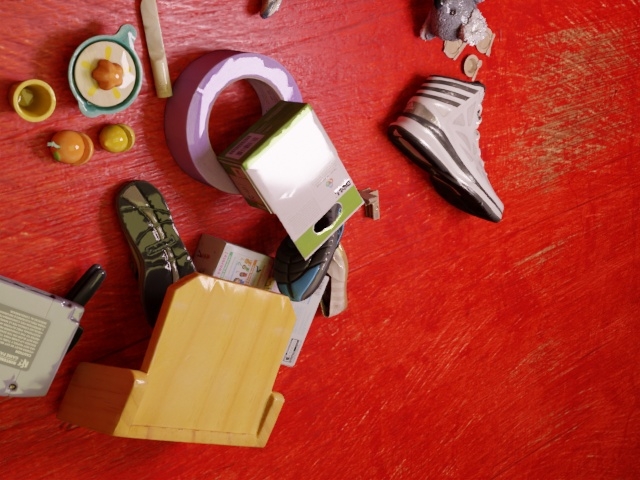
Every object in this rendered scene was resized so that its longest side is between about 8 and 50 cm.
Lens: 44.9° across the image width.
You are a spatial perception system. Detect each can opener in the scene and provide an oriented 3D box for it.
[{"bbox_3d":[-0.456,0.122,1.421,0.073,0.059,0.186,34,86,-49],"label":"can opener"}]

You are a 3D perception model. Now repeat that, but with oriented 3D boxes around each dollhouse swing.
[{"bbox_3d":[-0.266,0.229,1.506,0.347,0.315,0.304,18,76,-42],"label":"dollhouse swing"}]

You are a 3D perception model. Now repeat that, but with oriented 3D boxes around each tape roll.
[{"bbox_3d":[-0.165,-0.233,1.526,0.275,0.090,0.274,-15,114,-37],"label":"tape roll"}]

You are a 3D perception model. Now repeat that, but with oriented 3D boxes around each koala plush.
[{"bbox_3d":[0.315,-0.555,1.759,0.203,0.196,0.221,4,99,-51],"label":"koala plush"}]

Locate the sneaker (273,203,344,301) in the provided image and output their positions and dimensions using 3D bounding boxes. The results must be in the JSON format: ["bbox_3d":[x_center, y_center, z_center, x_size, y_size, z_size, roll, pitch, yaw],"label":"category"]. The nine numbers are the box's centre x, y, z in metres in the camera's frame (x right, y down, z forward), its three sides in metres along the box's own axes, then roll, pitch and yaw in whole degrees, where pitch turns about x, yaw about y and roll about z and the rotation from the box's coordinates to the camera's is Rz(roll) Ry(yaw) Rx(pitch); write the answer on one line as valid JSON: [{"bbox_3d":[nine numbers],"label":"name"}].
[{"bbox_3d":[0.000,0.000,1.655,0.139,0.125,0.340,62,35,-45],"label":"sneaker"}]

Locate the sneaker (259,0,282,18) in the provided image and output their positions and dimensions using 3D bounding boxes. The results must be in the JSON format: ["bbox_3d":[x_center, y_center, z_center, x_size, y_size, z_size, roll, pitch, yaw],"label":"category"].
[{"bbox_3d":[-0.102,-0.503,1.519,0.058,0.052,0.135,19,85,-33],"label":"sneaker"}]

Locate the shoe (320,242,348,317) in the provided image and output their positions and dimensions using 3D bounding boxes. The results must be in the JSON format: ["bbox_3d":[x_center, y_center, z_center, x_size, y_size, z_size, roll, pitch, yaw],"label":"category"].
[{"bbox_3d":[0.022,0.083,1.803,0.058,0.077,0.219,-28,124,-36],"label":"shoe"}]

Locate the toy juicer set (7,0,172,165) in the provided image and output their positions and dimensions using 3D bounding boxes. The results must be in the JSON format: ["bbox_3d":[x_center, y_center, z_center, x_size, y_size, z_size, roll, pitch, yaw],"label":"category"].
[{"bbox_3d":[-0.358,-0.259,1.354,0.329,0.089,0.209,-42,127,-22],"label":"toy juicer set"}]

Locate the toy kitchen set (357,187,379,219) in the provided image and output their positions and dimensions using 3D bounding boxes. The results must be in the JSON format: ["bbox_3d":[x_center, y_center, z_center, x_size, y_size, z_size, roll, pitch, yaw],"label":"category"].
[{"bbox_3d":[0.108,-0.075,1.826,0.083,0.068,0.075,-21,118,-33],"label":"toy kitchen set"}]

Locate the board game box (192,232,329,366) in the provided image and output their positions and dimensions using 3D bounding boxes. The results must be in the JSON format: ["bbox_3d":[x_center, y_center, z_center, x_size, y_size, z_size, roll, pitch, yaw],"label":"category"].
[{"bbox_3d":[-0.151,0.134,1.662,0.303,0.098,0.224,22,90,-44],"label":"board game box"}]

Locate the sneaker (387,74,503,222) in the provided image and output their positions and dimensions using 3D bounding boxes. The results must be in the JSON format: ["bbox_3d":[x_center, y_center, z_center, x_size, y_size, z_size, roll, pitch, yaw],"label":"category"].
[{"bbox_3d":[0.377,-0.242,1.927,0.447,0.169,0.257,40,80,-39],"label":"sneaker"}]

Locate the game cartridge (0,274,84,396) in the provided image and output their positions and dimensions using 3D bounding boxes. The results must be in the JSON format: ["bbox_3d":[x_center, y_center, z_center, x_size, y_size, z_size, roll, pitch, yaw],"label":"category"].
[{"bbox_3d":[-0.576,0.151,1.300,0.297,0.062,0.198,26,92,-29],"label":"game cartridge"}]

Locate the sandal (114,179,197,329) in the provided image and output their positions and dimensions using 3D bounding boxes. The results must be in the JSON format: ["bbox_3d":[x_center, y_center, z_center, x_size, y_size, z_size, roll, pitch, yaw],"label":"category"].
[{"bbox_3d":[-0.318,0.029,1.499,0.120,0.086,0.302,-18,102,-29],"label":"sandal"}]

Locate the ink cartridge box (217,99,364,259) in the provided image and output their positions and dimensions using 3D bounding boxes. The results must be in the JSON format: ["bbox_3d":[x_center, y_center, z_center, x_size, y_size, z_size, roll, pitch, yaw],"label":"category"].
[{"bbox_3d":[-0.053,-0.117,1.525,0.189,0.097,0.255,-45,125,-19],"label":"ink cartridge box"}]

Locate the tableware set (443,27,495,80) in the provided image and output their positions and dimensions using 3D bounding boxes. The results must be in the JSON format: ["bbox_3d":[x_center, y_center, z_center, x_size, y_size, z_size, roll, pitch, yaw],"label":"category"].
[{"bbox_3d":[0.376,-0.495,1.939,0.169,0.020,0.141,33,83,-42],"label":"tableware set"}]
